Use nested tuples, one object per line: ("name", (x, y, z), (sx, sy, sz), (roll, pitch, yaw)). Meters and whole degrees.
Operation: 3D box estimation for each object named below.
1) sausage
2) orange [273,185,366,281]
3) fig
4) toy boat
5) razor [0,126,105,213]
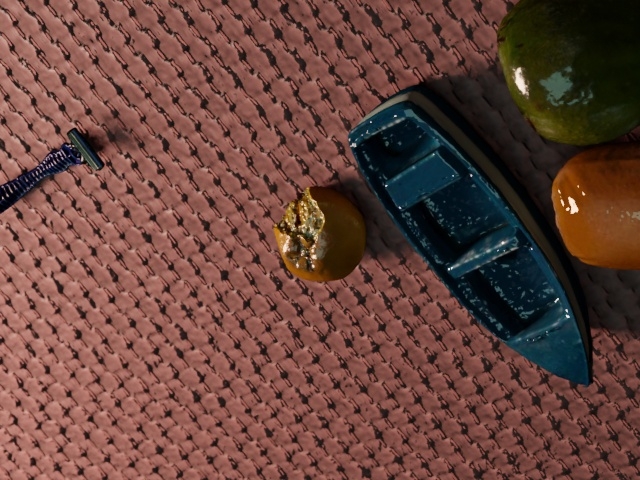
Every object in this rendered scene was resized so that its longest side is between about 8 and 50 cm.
("sausage", (0.315, -0.030, 1.410), (0.274, 0.105, 0.105), (-2, 122, 21))
("orange", (0.000, 0.000, 1.565), (0.086, 0.062, 0.086), (9, 128, 12))
("fig", (0.215, -0.136, 1.364), (0.156, 0.123, 0.123), (-15, 118, 14))
("toy boat", (0.141, 0.000, 1.515), (0.096, 0.062, 0.299), (-29, 109, 32))
("razor", (-0.254, -0.054, 1.637), (0.154, 0.028, 0.044), (-28, 109, 31))
